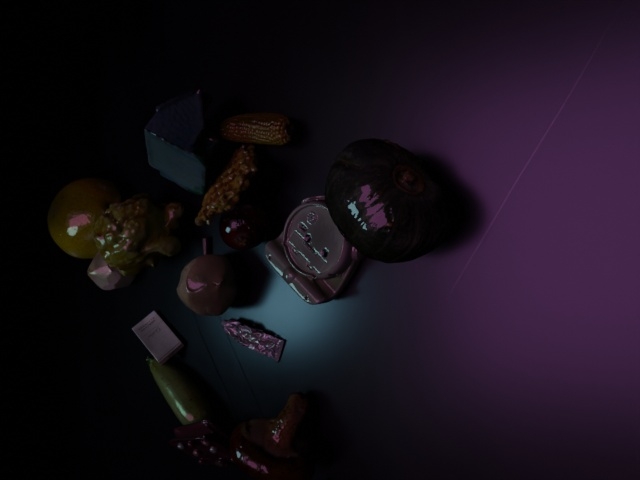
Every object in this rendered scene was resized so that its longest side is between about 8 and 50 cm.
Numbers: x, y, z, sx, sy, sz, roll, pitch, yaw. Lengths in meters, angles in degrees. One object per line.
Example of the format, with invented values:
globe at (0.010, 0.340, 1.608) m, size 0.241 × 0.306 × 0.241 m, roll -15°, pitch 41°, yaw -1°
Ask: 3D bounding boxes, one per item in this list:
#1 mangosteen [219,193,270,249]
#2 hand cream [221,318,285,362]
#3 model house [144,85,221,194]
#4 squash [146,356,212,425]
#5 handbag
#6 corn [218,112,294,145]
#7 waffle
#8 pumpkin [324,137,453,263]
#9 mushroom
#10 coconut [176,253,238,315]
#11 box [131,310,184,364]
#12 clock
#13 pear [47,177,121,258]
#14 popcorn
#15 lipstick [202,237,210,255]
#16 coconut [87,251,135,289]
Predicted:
mangosteen at (-0.244, -0.063, 1.700) m, size 0.166 × 0.166 × 0.180 m, roll -37°, pitch 48°, yaw 30°
hand cream at (-0.234, 0.318, 1.769) m, size 0.257 × 0.050 × 0.084 m, roll 22°, pitch 101°, yaw 29°
model house at (-0.418, -0.340, 1.763) m, size 0.230 × 0.248 × 0.280 m, roll 30°, pitch 155°, yaw -3°
squash at (-0.514, 0.541, 1.931) m, size 0.370 × 0.118 × 0.118 m, roll 40°, pitch 113°, yaw 32°
handbag at (-0.381, 0.699, 1.803) m, size 0.203 × 0.074 × 0.216 m, roll -20°, pitch 126°, yaw 33°
corn at (-0.197, -0.355, 1.683) m, size 0.310 × 0.101 × 0.101 m, roll 13°, pitch 99°, yaw 38°
waffle at (-0.294, -0.176, 1.698) m, size 0.301 × 0.058 × 0.281 m, roll -41°, pitch 28°, yaw 30°
pumpkin at (0.166, -0.101, 1.333) m, size 0.257 × 0.292 × 0.327 m, roll -51°, pitch 53°, yaw 48°
mushroom at (-0.150, 0.607, 1.604) m, size 0.267 × 0.267 × 0.254 m, roll -13°, pitch 85°, yaw 34°
coconut at (-0.369, 0.150, 1.763) m, size 0.224 × 0.224 × 0.224 m, roll 2°, pitch 93°, yaw 34°
box at (-0.613, 0.364, 2.002) m, size 0.109 × 0.029 × 0.198 m, roll -41°, pitch 61°, yaw -17°
clock at (0.000, 0.000, 1.554) m, size 0.265 × 0.109 × 0.324 m, roll 45°, pitch 115°, yaw 25°
pear at (-0.974, -0.105, 2.128) m, size 0.386 × 0.191 × 0.340 m, roll -13°, pitch 68°, yaw 38°
popcorn at (-0.663, -0.031, 1.917) m, size 0.335 × 0.279 × 0.274 m, roll -45°, pitch 48°, yaw 41°
lipstick at (-0.402, 0.078, 1.886) m, size 0.027 × 0.027 × 0.176 m, roll -1°, pitch 93°, yaw 35°
coconut at (-0.815, 0.109, 2.074) m, size 0.171 × 0.183 × 0.170 m, roll 3°, pitch 96°, yaw 35°
